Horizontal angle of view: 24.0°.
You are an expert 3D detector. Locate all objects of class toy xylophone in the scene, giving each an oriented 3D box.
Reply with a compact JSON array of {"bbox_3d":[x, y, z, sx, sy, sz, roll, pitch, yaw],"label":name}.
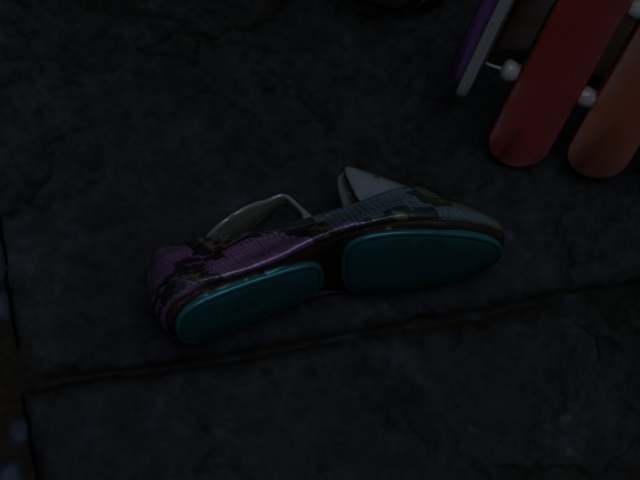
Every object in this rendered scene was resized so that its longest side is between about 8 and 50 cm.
[{"bbox_3d":[0.248,-0.124,0.908,0.322,0.236,0.081,13,45,0],"label":"toy xylophone"}]

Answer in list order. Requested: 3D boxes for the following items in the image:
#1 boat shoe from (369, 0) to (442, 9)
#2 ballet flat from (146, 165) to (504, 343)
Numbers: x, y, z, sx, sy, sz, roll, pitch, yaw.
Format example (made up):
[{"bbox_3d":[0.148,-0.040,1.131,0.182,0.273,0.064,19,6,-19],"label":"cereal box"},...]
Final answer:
[{"bbox_3d":[-0.052,-0.270,0.943,0.340,0.158,0.127,20,71,0],"label":"boat shoe"},{"bbox_3d":[0.000,0.000,0.917,0.221,0.077,0.079,-14,56,-10],"label":"ballet flat"}]
